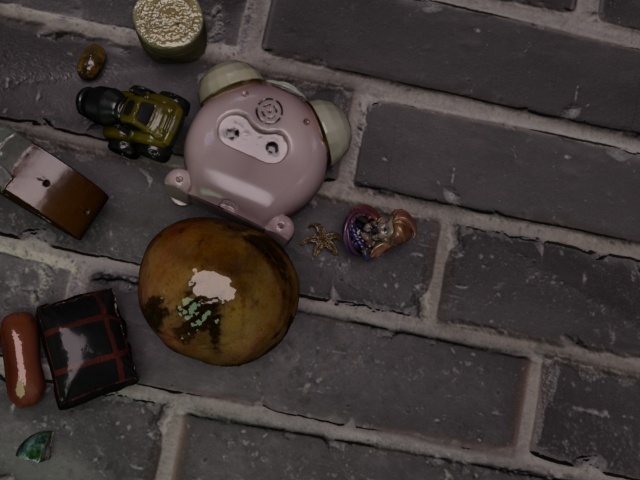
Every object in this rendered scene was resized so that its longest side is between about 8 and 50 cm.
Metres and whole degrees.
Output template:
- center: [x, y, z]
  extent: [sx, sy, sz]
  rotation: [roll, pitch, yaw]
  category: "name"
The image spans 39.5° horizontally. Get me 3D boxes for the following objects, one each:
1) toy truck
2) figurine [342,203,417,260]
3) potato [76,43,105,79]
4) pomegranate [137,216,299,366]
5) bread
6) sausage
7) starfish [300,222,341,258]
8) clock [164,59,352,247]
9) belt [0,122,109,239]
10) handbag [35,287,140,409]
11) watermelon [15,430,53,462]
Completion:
- center: [-0.387, -0.255, 1.825]
  extent: [0.165, 0.224, 0.147]
  rotation: [28, 81, -45]
  category: "toy truck"
- center: [0.131, -0.020, 1.889]
  extent: [0.157, 0.114, 0.126]
  rotation: [-4, 55, 17]
  category: "figurine"
- center: [-0.495, -0.385, 1.922]
  extent: [0.051, 0.040, 0.083]
  rotation: [22, 82, -8]
  category: "potato"
- center: [-0.200, 0.096, 1.754]
  extent: [0.322, 0.322, 0.322]
  rotation: [1, 82, -6]
  category: "pomegranate"
- center: [-0.318, -0.451, 1.900]
  extent: [0.148, 0.141, 0.133]
  rotation: [12, 85, -3]
  category: "bread"
- center: [-0.603, 0.241, 1.806]
  extent: [0.077, 0.077, 0.194]
  rotation: [-9, 85, -7]
  category: "sausage"
- center: [0.000, 0.000, 1.924]
  extent: [0.091, 0.028, 0.078]
  rotation: [-6, 85, -2]
  category: "starfish"
- center: [-0.132, -0.188, 1.871]
  extent: [0.342, 0.184, 0.325]
  rotation: [26, 76, -7]
  category: "clock"
- center: [-0.598, -0.130, 1.786]
  extent: [0.339, 0.217, 0.122]
  rotation: [32, 80, 1]
  category: "belt"
- center: [-0.464, 0.213, 1.784]
  extent: [0.169, 0.155, 0.215]
  rotation: [-14, 82, -21]
  category: "handbag"
- center: [-0.574, 0.428, 1.804]
  extent: [0.085, 0.085, 0.061]
  rotation: [-39, 117, -9]
  category: "watermelon"
